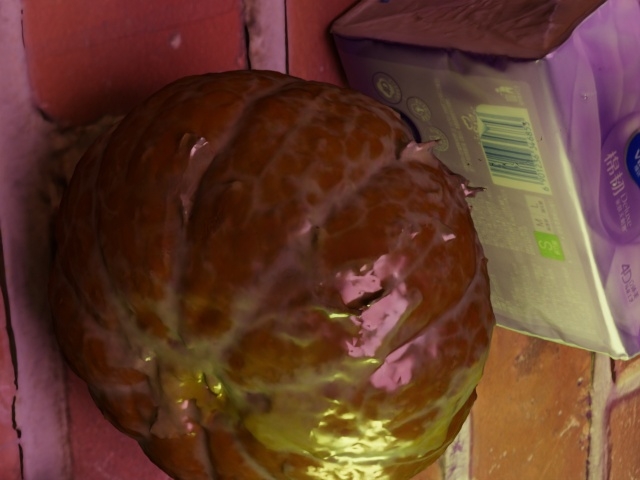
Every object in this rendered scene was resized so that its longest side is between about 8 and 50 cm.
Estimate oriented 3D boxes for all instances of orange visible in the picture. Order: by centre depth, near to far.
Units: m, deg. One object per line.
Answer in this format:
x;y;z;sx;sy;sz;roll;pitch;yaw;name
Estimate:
-0.033;0.036;0.962;0.249;0.329;0.329;-41;129;-42;orange

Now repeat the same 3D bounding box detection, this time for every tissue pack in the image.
0.182;-0.075;1.201;0.160;0.242;0.338;-45;131;-27;tissue pack
